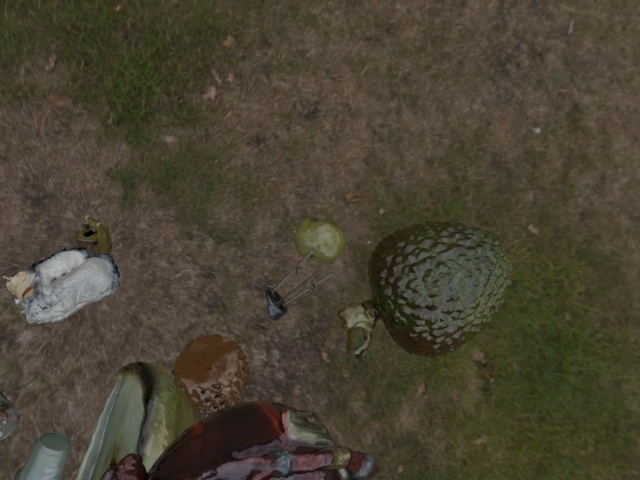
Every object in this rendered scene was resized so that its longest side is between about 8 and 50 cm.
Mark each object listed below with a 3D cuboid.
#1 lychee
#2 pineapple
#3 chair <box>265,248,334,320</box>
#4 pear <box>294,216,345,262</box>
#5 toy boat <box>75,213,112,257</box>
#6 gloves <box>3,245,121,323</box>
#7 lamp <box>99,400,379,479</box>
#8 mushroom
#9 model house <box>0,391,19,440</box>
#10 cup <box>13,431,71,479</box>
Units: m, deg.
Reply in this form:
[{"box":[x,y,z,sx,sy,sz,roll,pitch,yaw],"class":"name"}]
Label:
[{"box":[0.202,0.094,1.101,0.270,0.320,0.269,21,65,-56],"class":"lychee"},{"box":[-0.304,0.453,1.708,0.223,0.223,0.357,-23,136,-21],"class":"pineapple"},{"box":[-0.077,0.130,1.683,0.221,0.104,0.095,-42,64,12],"class":"chair"},{"box":[0.000,0.000,1.863,0.167,0.167,0.136,27,71,-19],"class":"pear"},{"box":[-0.621,0.030,1.579,0.068,0.225,0.088,30,41,18],"class":"toy boat"},{"box":[-0.385,0.063,0.881,0.153,0.114,0.070,-28,138,-27],"class":"gloves"},{"box":[-0.074,0.203,0.432,0.224,0.215,0.151,7,42,-8],"class":"lamp"},{"box":[-0.269,0.360,0.908,0.212,0.218,0.291,47,51,-27],"class":"mushroom"},{"box":[-0.918,0.416,1.430,0.207,0.154,0.293,-31,98,-12],"class":"model house"},{"box":[-0.672,0.550,1.419,0.120,0.120,0.141,24,94,-19],"class":"cup"}]
